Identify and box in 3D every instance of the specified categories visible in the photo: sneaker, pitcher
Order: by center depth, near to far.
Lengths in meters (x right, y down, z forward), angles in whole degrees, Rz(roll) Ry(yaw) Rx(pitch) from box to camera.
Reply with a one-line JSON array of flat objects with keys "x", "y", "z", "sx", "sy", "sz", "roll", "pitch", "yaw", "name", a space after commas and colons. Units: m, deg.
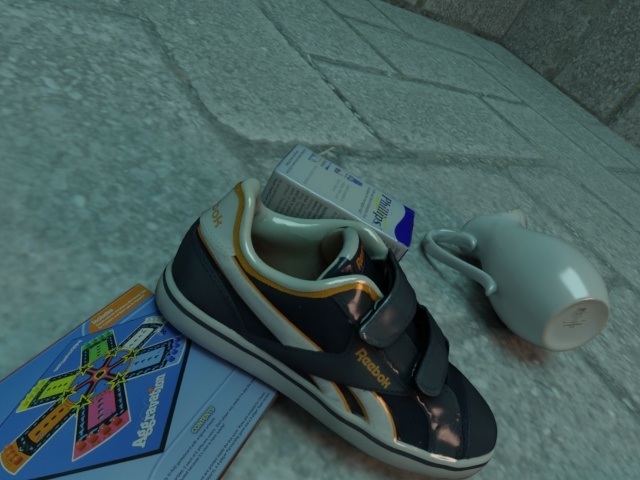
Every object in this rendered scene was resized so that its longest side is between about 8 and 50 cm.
[{"x": 0.036, "y": 0.073, "z": 0.394, "sx": 0.321, "sy": 0.127, "sz": 0.126, "roll": 31, "pitch": 22, "yaw": -11, "name": "sneaker"}, {"x": 0.242, "y": 0.043, "z": 0.632, "sx": 0.178, "sy": 0.125, "sz": 0.207, "roll": -4, "pitch": 34, "yaw": -12, "name": "pitcher"}]

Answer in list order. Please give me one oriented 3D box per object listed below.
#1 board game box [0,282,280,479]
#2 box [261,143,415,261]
[{"x": -0.149, "y": 0.142, "z": 0.280, "sx": 0.145, "sy": 0.027, "sz": 0.281, "roll": 37, "pitch": 35, "yaw": 5, "name": "board game box"}, {"x": 0.000, "y": 0.000, "z": 0.479, "sx": 0.137, "sy": 0.126, "sz": 0.072, "roll": 31, "pitch": 33, "yaw": -3, "name": "box"}]
